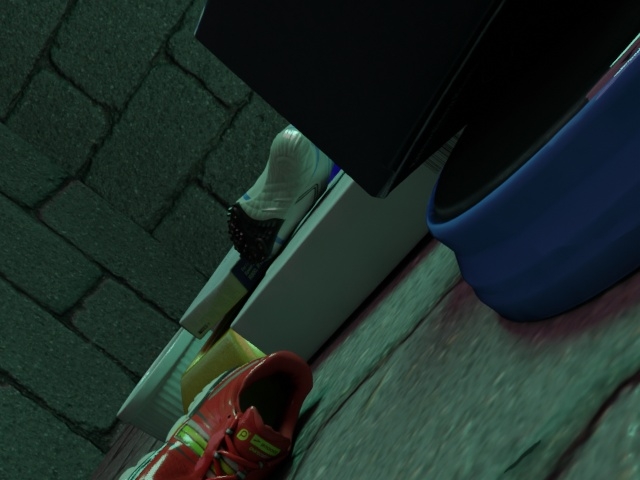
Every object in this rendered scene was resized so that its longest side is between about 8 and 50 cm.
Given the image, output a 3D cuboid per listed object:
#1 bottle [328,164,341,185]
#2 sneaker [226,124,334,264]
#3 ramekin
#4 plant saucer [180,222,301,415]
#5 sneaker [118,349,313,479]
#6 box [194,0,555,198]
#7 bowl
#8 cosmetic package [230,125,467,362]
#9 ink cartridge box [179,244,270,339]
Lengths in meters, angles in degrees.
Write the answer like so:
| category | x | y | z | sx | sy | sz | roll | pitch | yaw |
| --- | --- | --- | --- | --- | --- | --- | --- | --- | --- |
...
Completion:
| category | x | y | z | sx | sy | sz | roll | pitch | yaw |
| --- | --- | --- | --- | --- | --- | --- | --- | --- | --- |
| bottle | 0.056 | -0.134 | 1.478 | 0.283 | 0.118 | 0.092 | -40 | -7 | -9 |
| sneaker | -0.039 | -0.052 | 1.305 | 0.086 | 0.085 | 0.237 | -21 | -22 | -38 |
| ramekin | -0.226 | 0.233 | 1.841 | 0.207 | 0.109 | 0.207 | -51 | 5 | 6 |
| plant saucer | -0.068 | 0.094 | 1.541 | 0.333 | 0.081 | 0.333 | -56 | 6 | -31 |
| sneaker | -0.087 | 0.188 | 0.957 | 0.118 | 0.107 | 0.279 | -36 | 17 | 40 |
| box | 0.131 | -0.273 | 0.910 | 0.395 | 0.212 | 0.293 | -41 | -11 | -39 |
| bowl | 0.200 | -0.129 | 0.666 | 0.391 | 0.077 | 0.391 | -52 | 5 | 6 |
| cosmetic package | 0.078 | -0.065 | 1.212 | 0.377 | 0.097 | 0.284 | -49 | 7 | 37 |
| ink cartridge box | -0.088 | 0.010 | 1.585 | 0.224 | 0.045 | 0.223 | -45 | 9 | 49 |
